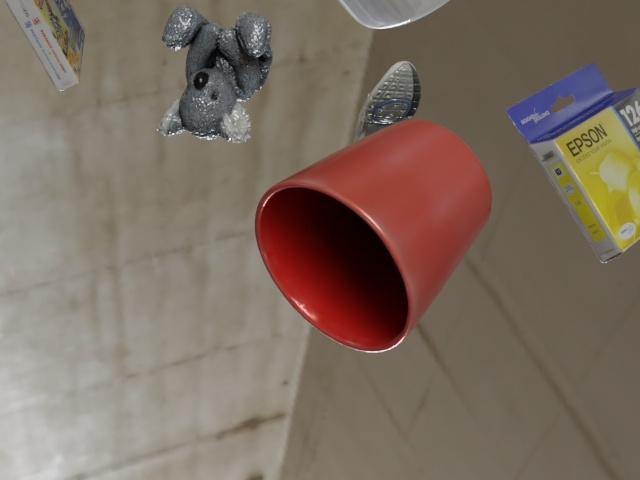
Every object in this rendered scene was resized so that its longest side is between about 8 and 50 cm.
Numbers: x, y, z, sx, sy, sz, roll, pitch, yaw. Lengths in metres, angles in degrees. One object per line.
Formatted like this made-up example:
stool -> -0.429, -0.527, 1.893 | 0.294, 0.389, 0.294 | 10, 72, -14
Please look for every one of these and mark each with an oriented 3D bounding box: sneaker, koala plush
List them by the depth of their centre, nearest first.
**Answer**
koala plush -> -0.187, -0.272, 2.199 | 0.203, 0.196, 0.221 | 74, 26, -61
sneaker -> 0.129, -0.283, 2.652 | 0.297, 0.111, 0.129 | 117, -25, -45

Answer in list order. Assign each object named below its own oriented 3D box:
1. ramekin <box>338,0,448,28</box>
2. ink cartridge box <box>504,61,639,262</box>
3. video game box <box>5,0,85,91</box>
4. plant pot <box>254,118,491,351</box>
ramekin -> 0.126, -0.454, 1.890 | 0.135, 0.277, 0.277 | 50, 1, -33
ink cartridge box -> 0.502, -0.155, 2.143 | 0.072, 0.304, 0.307 | -30, -90, 49
video game box -> -0.453, -0.375, 2.028 | 0.205, 0.048, 0.187 | -101, 166, -54
plant pot -> 0.089, -0.024, 1.664 | 0.275, 0.243, 0.275 | 30, -39, 28
